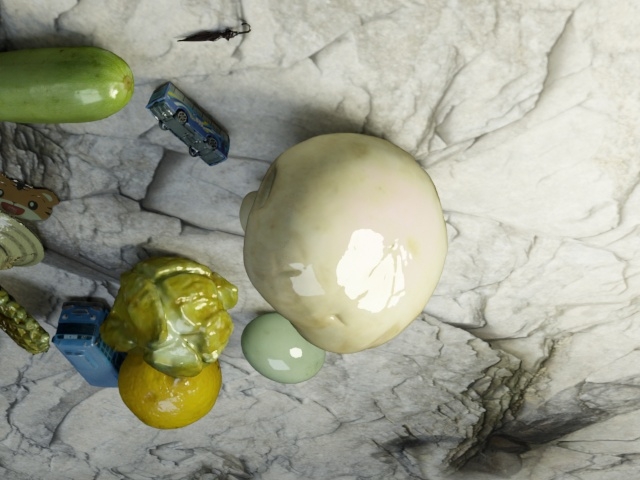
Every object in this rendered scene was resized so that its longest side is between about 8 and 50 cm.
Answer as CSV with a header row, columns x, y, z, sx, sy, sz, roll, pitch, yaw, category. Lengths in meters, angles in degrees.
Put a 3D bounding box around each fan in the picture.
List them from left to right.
x,y,z,sx,sy,sz,roll,pitch,yaw,category
-0.608,-0.063,1.710,0.152,0.008,0.226,22,145,-18,fan

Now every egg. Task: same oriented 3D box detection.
x,y,z,sx,sy,sz,roll,pitch,yaw,category
-0.081,0.234,1.885,0.192,0.149,0.149,25,144,-15,egg

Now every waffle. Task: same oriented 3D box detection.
x,y,z,sx,sy,sz,roll,pitch,yaw,category
-0.706,0.185,1.998,0.208,0.054,0.214,48,150,-1,waffle

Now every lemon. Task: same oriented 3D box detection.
x,y,z,sx,sy,sz,roll,pitch,yaw,category
-0.359,0.327,2.029,0.253,0.228,0.228,-8,143,37,lemon

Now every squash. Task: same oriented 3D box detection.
x,y,z,sx,sy,sz,roll,pitch,yaw,category
-0.452,-0.236,1.322,0.370,0.118,0.118,0,145,20,squash

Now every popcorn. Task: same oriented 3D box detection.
x,y,z,sx,sy,sz,roll,pitch,yaw,category
-0.312,0.162,1.776,0.276,0.225,0.276,19,120,36,popcorn

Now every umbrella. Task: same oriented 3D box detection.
x,y,z,sx,sy,sz,roll,pitch,yaw,category
-0.153,-0.293,1.243,0.122,0.013,0.022,-6,131,24,umbrella

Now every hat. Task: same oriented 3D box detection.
x,y,z,sx,sy,sz,roll,pitch,yaw,category
-0.703,0.027,1.765,0.252,0.110,0.252,11,148,7,hat

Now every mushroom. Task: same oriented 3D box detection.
x,y,z,sx,sy,sz,roll,pitch,yaw,category
0.020,0.016,1.378,0.353,0.325,0.353,-9,165,-3,mushroom

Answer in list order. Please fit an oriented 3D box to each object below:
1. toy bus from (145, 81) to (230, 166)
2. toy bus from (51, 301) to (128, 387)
x,y,z,sx,sy,sz,roll,pitch,yaw,category
-0.207,-0.184,1.377,0.051,0.061,0.153,-17,137,36,toy bus
-0.531,0.249,2.040,0.116,0.134,0.234,1,146,14,toy bus
